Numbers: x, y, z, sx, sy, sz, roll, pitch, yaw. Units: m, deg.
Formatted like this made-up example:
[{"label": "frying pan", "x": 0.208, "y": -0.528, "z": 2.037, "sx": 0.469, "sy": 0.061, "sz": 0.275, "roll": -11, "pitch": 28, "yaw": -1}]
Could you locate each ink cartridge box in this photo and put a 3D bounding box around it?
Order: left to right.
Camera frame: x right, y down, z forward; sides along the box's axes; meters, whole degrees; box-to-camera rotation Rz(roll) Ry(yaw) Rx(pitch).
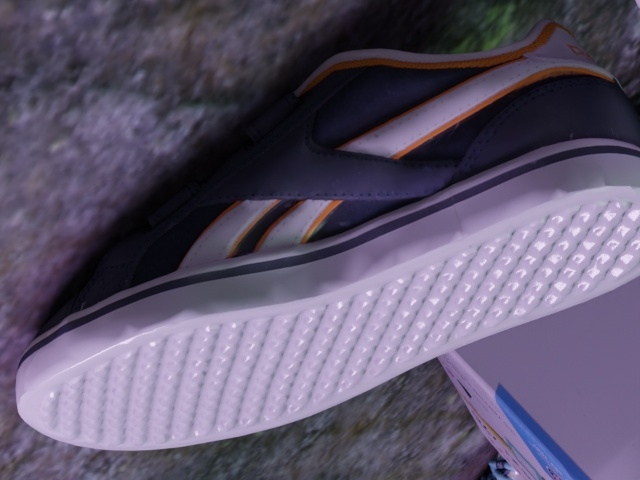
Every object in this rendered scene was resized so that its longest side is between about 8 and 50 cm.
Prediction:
[{"label": "ink cartridge box", "x": 0.216, "y": 0.092, "z": 0.892, "sx": 0.197, "sy": 0.198, "sz": 0.270, "roll": -40, "pitch": 148, "yaw": -4}]

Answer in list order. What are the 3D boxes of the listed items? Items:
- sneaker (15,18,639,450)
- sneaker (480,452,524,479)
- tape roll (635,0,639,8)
[{"label": "sneaker", "x": 0.000, "y": 0.000, "z": 0.632, "sx": 0.321, "sy": 0.127, "sz": 0.126, "roll": -20, "pitch": 145, "yaw": 12}, {"label": "sneaker", "x": 0.170, "y": 0.218, "z": 1.110, "sx": 0.283, "sy": 0.122, "sz": 0.110, "roll": -29, "pitch": -167, "yaw": 10}, {"label": "tape roll", "x": 0.236, "y": -0.180, "z": 0.399, "sx": 0.072, "sy": 0.392, "sz": 0.392, "roll": -19, "pitch": 142, "yaw": -32}]
